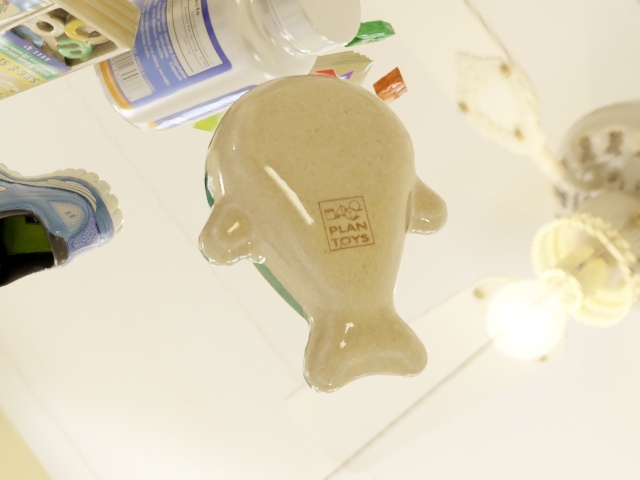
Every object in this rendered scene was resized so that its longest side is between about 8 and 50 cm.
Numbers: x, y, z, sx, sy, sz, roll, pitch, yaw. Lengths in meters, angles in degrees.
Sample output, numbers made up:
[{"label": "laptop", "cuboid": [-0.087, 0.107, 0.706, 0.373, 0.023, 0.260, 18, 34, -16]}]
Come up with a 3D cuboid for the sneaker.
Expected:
[{"label": "sneaker", "cuboid": [-0.412, -0.020, 1.640, 0.330, 0.147, 0.130, 0, -62, 30]}]

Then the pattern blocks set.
[{"label": "pattern blocks set", "cuboid": [-0.025, -0.178, 1.679, 0.325, 0.285, 0.026, -49, -126, 52]}]

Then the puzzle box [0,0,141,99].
[{"label": "puzzle box", "cuboid": [-0.411, -0.263, 1.276, 0.272, 0.052, 0.409, -13, -30, 38]}]

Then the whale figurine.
[{"label": "whale figurine", "cuboid": [0.000, 0.000, 1.110, 0.141, 0.216, 0.272, 125, -48, -62]}]

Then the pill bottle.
[{"label": "pill bottle", "cuboid": [-0.096, -0.218, 1.399, 0.272, 0.152, 0.152, -16, -74, 35]}]
